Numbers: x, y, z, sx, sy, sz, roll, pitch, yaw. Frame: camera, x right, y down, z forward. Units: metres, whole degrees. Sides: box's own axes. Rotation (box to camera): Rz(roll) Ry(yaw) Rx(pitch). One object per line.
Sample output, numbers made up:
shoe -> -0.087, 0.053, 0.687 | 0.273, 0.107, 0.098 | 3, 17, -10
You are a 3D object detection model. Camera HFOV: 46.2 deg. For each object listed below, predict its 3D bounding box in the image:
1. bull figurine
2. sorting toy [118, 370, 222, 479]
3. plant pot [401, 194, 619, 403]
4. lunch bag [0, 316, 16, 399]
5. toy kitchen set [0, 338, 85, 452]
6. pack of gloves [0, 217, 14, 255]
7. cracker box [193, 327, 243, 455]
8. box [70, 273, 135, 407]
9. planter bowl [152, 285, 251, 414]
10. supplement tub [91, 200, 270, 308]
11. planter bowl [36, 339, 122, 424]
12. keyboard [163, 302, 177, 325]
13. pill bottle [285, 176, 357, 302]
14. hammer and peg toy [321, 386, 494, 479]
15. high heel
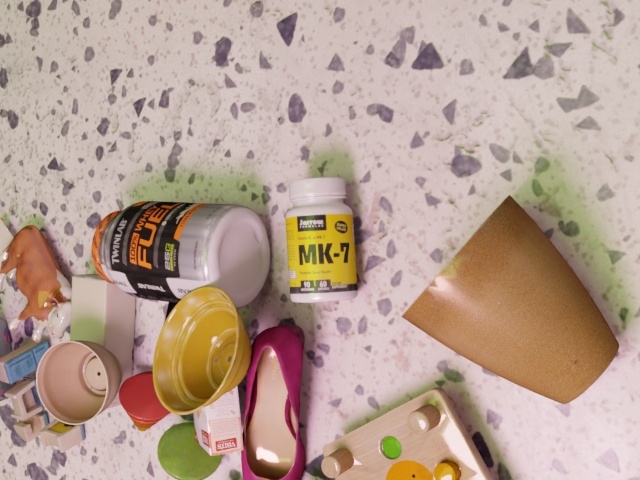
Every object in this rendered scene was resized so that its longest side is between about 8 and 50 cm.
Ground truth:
bull figurine -> -0.639, 0.115, 1.700 | 0.188, 0.101, 0.310 | -41, 61, 20
sorting toy -> -0.284, 0.433, 1.506 | 0.365, 0.127, 0.126 | 45, 135, 26
plant pot -> 0.288, 0.107, 1.082 | 0.254, 0.237, 0.237 | 43, 112, 8
lunch bag -> -0.798, 0.268, 1.714 | 0.107, 0.279, 0.224 | -16, 82, -5
toy kitchen set -> -0.616, 0.351, 1.710 | 0.166, 0.122, 0.207 | 5, 113, 31
pack of gloves -> -0.849, -0.002, 1.884 | 0.232, 0.046, 0.195 | -43, 81, 28
cracker box -> -0.203, 0.272, 1.413 | 0.155, 0.067, 0.232 | 165, 99, -70
box -> -0.468, 0.212, 1.607 | 0.113, 0.094, 0.275 | 6, 93, 30
planter bowl -> -0.182, 0.193, 1.271 | 0.217, 0.090, 0.217 | -20, 58, 37
supplement tub -> -0.270, 0.023, 1.425 | 0.316, 0.193, 0.194 | 3, 92, 32
planter bowl -> -0.464, 0.272, 1.491 | 0.162, 0.109, 0.162 | 1, 92, 17
keyboard -> -0.283, 0.204, 1.532 | 0.100, 0.038, 0.192 | 10, 89, 41
pill bottle -> 0.000, 0.000, 1.300 | 0.119, 0.119, 0.209 | -5, 88, 32
hammer and peg toy -> 0.117, 0.432, 1.229 | 0.361, 0.127, 0.266 | -36, 74, 27
high heel -> -0.097, 0.334, 1.316 | 0.127, 0.181, 0.377 | 3, 92, 11
